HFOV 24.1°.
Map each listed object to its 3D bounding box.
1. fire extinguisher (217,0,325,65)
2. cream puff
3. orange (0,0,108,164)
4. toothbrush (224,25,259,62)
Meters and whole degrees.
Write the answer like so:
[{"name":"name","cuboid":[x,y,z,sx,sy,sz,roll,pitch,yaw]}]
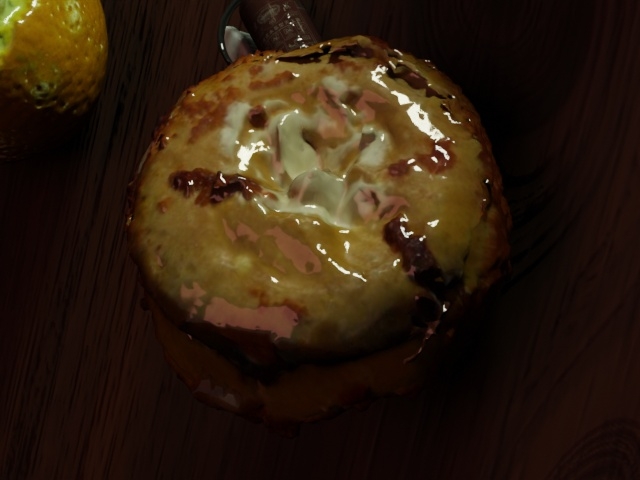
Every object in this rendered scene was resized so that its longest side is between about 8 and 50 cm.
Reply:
[{"name":"fire extinguisher","cuboid":[-0.026,-0.129,1.030,0.078,0.045,0.157,-33,62,10]},{"name":"cream puff","cuboid":[0.001,0.000,0.896,0.240,0.164,0.240,-3,59,6]},{"name":"orange","cuboid":[-0.256,-0.150,1.184,0.237,0.158,0.179,-9,73,47]},{"name":"toothbrush","cuboid":[0.001,-0.042,1.018,0.021,0.024,0.288,-50,56,32]}]
